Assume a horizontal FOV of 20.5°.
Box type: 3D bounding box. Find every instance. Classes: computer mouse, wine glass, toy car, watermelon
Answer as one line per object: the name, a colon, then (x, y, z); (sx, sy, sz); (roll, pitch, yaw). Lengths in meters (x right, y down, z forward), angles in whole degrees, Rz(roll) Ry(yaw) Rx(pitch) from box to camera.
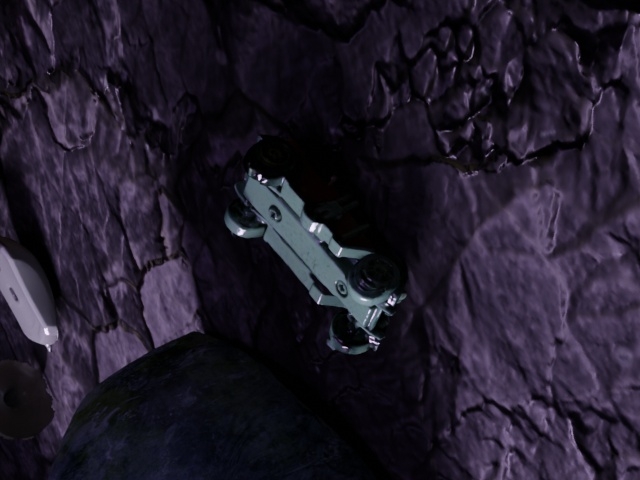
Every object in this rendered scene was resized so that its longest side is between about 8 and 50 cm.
computer mouse: (-0.243, 0.041, 1.478); (0.056, 0.032, 0.110); (-11, 109, 57)
wine glass: (-0.327, 0.158, 1.633); (0.262, 0.074, 0.074); (-18, 93, 57)
toy car: (0.000, 0.000, 1.092); (0.143, 0.054, 0.073); (47, 143, 22)
watermelon: (-0.076, 0.245, 1.219); (0.319, 0.289, 0.214); (33, 165, 24)
